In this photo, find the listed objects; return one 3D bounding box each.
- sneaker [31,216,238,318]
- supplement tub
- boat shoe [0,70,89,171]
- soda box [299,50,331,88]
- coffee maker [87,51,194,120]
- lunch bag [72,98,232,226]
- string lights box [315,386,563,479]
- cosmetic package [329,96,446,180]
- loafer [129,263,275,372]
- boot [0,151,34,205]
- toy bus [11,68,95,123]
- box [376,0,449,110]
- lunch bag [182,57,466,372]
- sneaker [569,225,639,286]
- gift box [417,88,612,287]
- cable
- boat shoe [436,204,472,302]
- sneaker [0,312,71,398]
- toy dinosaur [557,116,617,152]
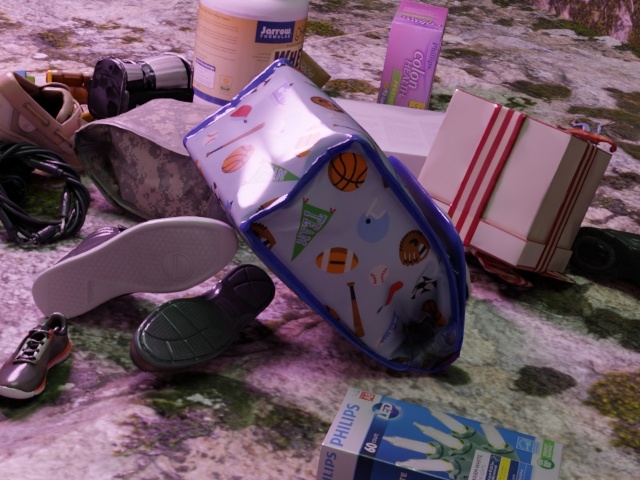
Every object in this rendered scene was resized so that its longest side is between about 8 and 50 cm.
[{"bbox_3d":[-0.240,0.013,1.561,0.295,0.105,0.147,-18,18,15],"label":"sneaker"},{"bbox_3d":[-0.147,-0.428,2.392,0.228,0.316,0.228,8,25,-4],"label":"supplement tub"},{"bbox_3d":[-0.446,-0.198,1.903,0.122,0.110,0.341,54,12,14],"label":"boat shoe"},{"bbox_3d":[-0.059,-0.411,2.588,0.181,0.058,0.061,38,7,-35],"label":"soda box"},{"bbox_3d":[-0.325,-0.255,2.093,0.120,0.171,0.178,-4,8,40],"label":"coffee maker"},{"bbox_3d":[-0.241,-0.137,1.914,0.287,0.169,0.235,24,28,18],"label":"lunch bag"},{"bbox_3d":[0.136,0.262,1.300,0.259,0.077,0.133,14,26,10],"label":"string lights box"},{"bbox_3d":[0.110,-0.184,2.230,0.377,0.098,0.284,7,26,-6],"label":"cosmetic package"},{"bbox_3d":[-0.160,0.118,1.525,0.096,0.084,0.267,49,39,8],"label":"loafer"},{"bbox_3d":[-0.586,-0.132,1.858,0.246,0.094,0.207,13,20,-8],"label":"boot"},{"bbox_3d":[-0.468,-0.261,2.167,0.190,0.104,0.202,-2,-4,36],"label":"toy bus"},{"bbox_3d":[0.212,-0.415,2.623,0.117,0.214,0.243,12,25,4],"label":"box"},{"bbox_3d":[0.034,-0.022,1.588,0.239,0.385,0.328,-38,32,3],"label":"lunch bag"},{"bbox_3d":[0.561,0.041,1.911,0.286,0.109,0.130,29,25,33],"label":"sneaker"},{"bbox_3d":[0.321,-0.071,1.889,0.255,0.258,0.276,28,9,35],"label":"gift box"},{"bbox_3d":[-0.441,-0.085,1.761,0.150,0.047,0.184,-26,78,-33],"label":"cable"},{"bbox_3d":[0.185,0.023,1.739,0.066,0.184,0.063,-21,34,2],"label":"boat shoe"},{"bbox_3d":[-0.354,0.136,1.403,0.061,0.065,0.158,12,24,5],"label":"sneaker"},{"bbox_3d":[0.453,-0.169,1.911,0.090,0.047,0.082,-18,39,-25],"label":"toy dinosaur"}]
